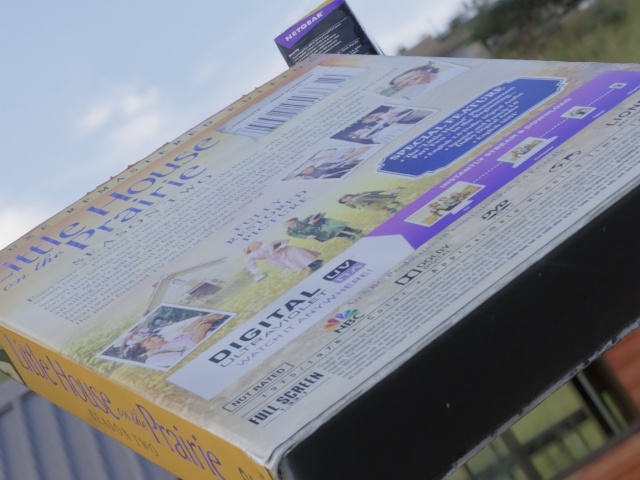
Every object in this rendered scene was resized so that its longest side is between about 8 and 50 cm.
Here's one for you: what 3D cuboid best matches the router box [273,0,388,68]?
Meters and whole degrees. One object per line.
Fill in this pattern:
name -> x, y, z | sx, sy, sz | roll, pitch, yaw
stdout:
router box -> 0.099, -0.052, 1.400 | 0.081, 0.243, 0.309 | -35, -45, 9

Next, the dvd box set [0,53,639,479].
dvd box set -> 0.000, 0.000, 0.798 | 0.307, 0.062, 0.420 | -35, 23, -23
